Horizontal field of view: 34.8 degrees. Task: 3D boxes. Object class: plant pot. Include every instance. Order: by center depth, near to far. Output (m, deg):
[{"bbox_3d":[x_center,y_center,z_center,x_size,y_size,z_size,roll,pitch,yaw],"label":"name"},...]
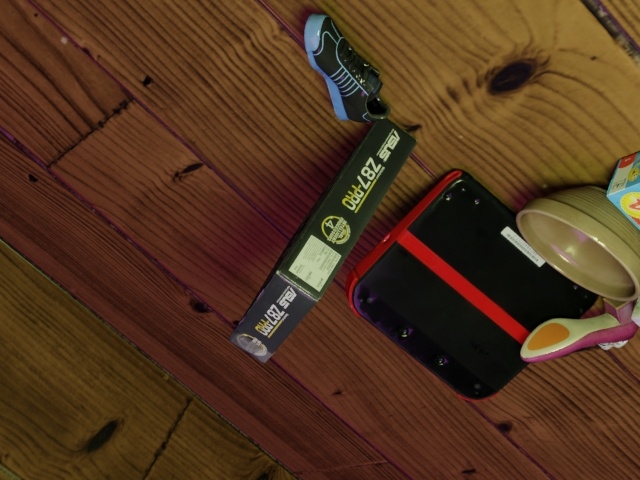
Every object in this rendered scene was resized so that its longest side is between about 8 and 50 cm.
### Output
[{"bbox_3d":[0.454,-0.012,1.700,0.237,0.110,0.237,38,168,9],"label":"plant pot"}]

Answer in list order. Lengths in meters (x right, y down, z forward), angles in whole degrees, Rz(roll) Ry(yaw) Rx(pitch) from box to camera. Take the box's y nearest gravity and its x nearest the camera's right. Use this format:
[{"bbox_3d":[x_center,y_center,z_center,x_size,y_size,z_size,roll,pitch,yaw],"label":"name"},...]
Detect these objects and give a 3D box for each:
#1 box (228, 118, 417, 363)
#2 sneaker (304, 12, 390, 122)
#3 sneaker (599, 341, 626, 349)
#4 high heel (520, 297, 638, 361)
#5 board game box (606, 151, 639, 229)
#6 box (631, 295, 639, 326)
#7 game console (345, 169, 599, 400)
[{"bbox_3d":[0.000,0.000,1.842,0.097,0.395,0.318,35,147,-4],"label":"box"},{"bbox_3d":[0.050,-0.288,1.711,0.090,0.081,0.232,6,147,28],"label":"sneaker"},{"bbox_3d":[0.566,0.190,1.990,0.037,0.032,0.083,37,146,-11],"label":"sneaker"},{"bbox_3d":[0.482,0.187,1.895,0.082,0.244,0.117,44,159,50],"label":"high heel"},{"bbox_3d":[0.654,-0.046,1.549,0.308,0.086,0.302,41,146,-16],"label":"board game box"},{"bbox_3d":[0.634,0.083,1.600,0.067,0.063,0.324,39,147,-17],"label":"box"},{"bbox_3d":[0.277,0.099,1.919,0.386,0.060,0.342,39,106,-16],"label":"game console"}]
